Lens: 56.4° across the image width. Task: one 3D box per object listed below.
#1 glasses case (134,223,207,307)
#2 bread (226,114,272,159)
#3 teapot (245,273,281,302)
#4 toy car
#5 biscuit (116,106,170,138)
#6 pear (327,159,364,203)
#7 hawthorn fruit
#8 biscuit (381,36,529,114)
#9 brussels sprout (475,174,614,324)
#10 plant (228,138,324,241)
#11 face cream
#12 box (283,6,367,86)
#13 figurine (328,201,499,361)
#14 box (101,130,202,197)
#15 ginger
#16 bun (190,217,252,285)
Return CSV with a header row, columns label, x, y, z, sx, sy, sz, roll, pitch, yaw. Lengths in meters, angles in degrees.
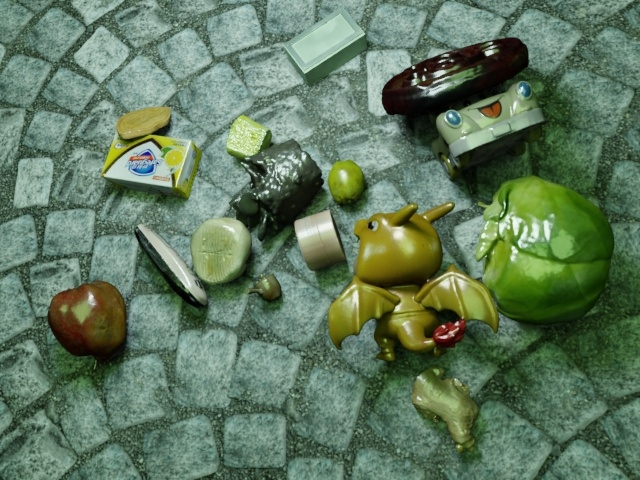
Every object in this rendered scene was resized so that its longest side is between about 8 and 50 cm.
label,x,y,z,sx,sy,sz,roll,pitch,yaw
glasses case,-0.433,0.072,1.724,0.075,0.122,0.314,-40,70,-11
bread,-0.217,-0.304,1.811,0.114,0.111,0.129,23,96,12
teapot,-0.166,0.141,1.671,0.085,0.110,0.080,-39,81,43
toy car,0.413,-0.310,1.562,0.242,0.336,0.226,-21,82,3
biscuit,-0.558,-0.377,1.877,0.142,0.029,0.221,20,41,26
pear,0.075,-0.168,1.720,0.107,0.107,0.131,-10,83,7
hawthorn fruit,-0.648,0.243,1.679,0.208,0.208,0.248,-13,90,6
biscuit,0.355,-0.455,1.621,0.407,0.407,0.091,-21,109,3
brussels sprout,0.557,0.023,1.488,0.315,0.276,0.371,-13,63,20
plant,-0.136,-0.151,1.711,0.276,0.199,0.188,-42,64,-8
face cream,0.000,0.000,1.652,0.104,0.149,0.149,-18,70,5
box,0.017,-0.610,1.878,0.225,0.086,0.129,-34,70,-2
figurine,0.237,0.108,1.516,0.401,0.268,0.387,-7,85,19
box,-0.521,-0.236,1.851,0.265,0.097,0.168,11,74,14
ginger,0.328,0.419,1.501,0.213,0.074,0.137,43,94,23
bun,-0.276,0.031,1.707,0.178,0.128,0.193,6,98,19
